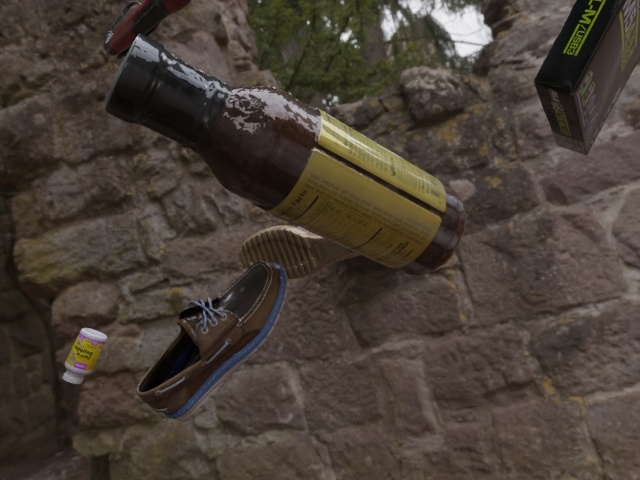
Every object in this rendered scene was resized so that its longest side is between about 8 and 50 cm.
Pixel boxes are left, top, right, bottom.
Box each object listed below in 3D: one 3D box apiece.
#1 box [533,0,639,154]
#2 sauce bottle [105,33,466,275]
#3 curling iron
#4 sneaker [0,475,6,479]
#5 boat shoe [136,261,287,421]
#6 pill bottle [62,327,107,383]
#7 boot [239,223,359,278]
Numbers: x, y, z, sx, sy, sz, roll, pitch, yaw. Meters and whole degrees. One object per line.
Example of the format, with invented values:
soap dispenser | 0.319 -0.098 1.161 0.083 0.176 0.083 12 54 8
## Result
box | 0.296 -0.204 0.505 0.045 0.184 0.191 33 8 32
sauce bottle | -0.018 -0.073 0.464 0.344 0.111 0.111 26 -23 -24
curling iron | -0.129 -0.243 0.448 0.274 0.068 0.035 -15 -36 43
sneaker | -0.344 0.262 0.408 0.147 0.384 0.145 -23 1 -27
boat shoe | -0.103 0.091 0.473 0.066 0.183 0.066 27 -11 45
pill bottle | -0.384 0.188 0.792 0.043 0.083 0.043 22 -7 3
boot | 0.000 0.000 0.868 0.248 0.090 0.207 -9 6 11
